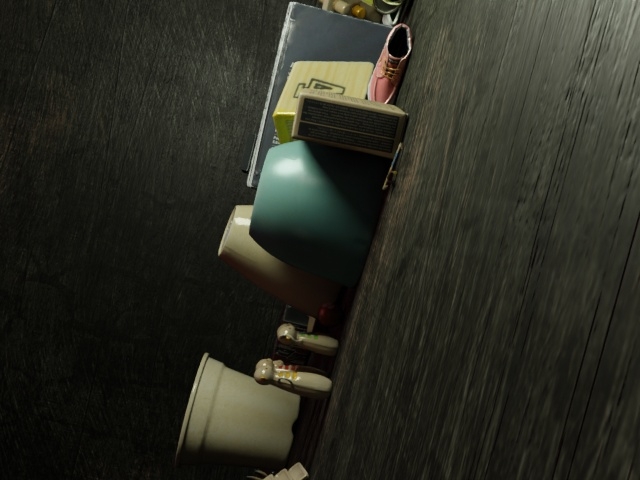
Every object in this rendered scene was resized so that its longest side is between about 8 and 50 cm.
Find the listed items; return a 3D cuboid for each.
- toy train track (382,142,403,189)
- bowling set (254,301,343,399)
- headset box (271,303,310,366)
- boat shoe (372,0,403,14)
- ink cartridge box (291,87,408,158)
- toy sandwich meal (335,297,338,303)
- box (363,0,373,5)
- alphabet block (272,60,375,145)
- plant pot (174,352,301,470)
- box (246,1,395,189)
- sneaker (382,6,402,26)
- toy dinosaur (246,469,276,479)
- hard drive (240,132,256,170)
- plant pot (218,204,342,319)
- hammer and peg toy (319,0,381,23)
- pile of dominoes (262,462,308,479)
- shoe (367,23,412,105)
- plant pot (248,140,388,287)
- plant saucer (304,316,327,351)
[{"bbox_3d":[0.126,-0.124,1.218,0.048,0.014,0.083,-45,-25,-82],"label":"toy train track"},{"bbox_3d":[-0.046,0.217,1.513,0.287,0.154,0.199,122,161,-80],"label":"bowling set"},{"bbox_3d":[-0.071,0.258,2.254,0.293,0.110,0.218,107,175,-49],"label":"headset box"},{"bbox_3d":[0.171,-0.599,1.646,0.305,0.109,0.091,129,159,-75],"label":"boat shoe"},{"bbox_3d":[0.050,-0.224,1.348,0.234,0.193,0.088,-86,8,-77],"label":"ink cartridge box"},{"bbox_3d":[0.021,0.158,1.728,0.085,0.029,0.085,-166,90,-87],"label":"toy sandwich meal"},{"bbox_3d":[0.169,-0.707,1.793,0.232,0.058,0.087,-47,34,35],"label":"box"},{"bbox_3d":[0.021,-0.269,1.611,0.192,0.194,0.197,75,-157,-47],"label":"alphabet block"},{"bbox_3d":[-0.228,0.523,2.084,0.334,0.306,0.333,-166,90,-87],"label":"plant pot"},{"bbox_3d":[-0.007,-0.344,1.996,0.480,0.298,0.471,-124,46,-85],"label":"box"},{"bbox_3d":[0.200,-0.638,1.900,0.061,0.054,0.152,-119,33,-76],"label":"sneaker"},{"bbox_3d":[-0.106,0.560,1.472,0.200,0.127,0.295,-65,5,-26],"label":"toy dinosaur"},{"bbox_3d":[-0.184,-0.222,1.847,0.135,0.022,0.094,-153,76,-85],"label":"hard drive"},{"bbox_3d":[-0.091,0.024,1.690,0.256,0.274,0.256,-161,90,-77],"label":"plant pot"},{"bbox_3d":[0.073,-0.621,2.323,0.266,0.127,0.361,-14,-48,-40],"label":"hammer and peg toy"},{"bbox_3d":[-0.118,0.530,1.357,0.040,0.251,0.196,57,-166,-17],"label":"pile of dominoes"},{"bbox_3d":[0.142,-0.355,1.478,0.081,0.064,0.177,-50,-23,-87],"label":"shoe"},{"bbox_3d":[-0.013,-0.073,1.464,0.293,0.235,0.292,-166,90,-88],"label":"plant pot"},{"bbox_3d":[0.007,0.161,1.903,0.278,0.041,0.277,-166,90,-88],"label":"plant saucer"}]
